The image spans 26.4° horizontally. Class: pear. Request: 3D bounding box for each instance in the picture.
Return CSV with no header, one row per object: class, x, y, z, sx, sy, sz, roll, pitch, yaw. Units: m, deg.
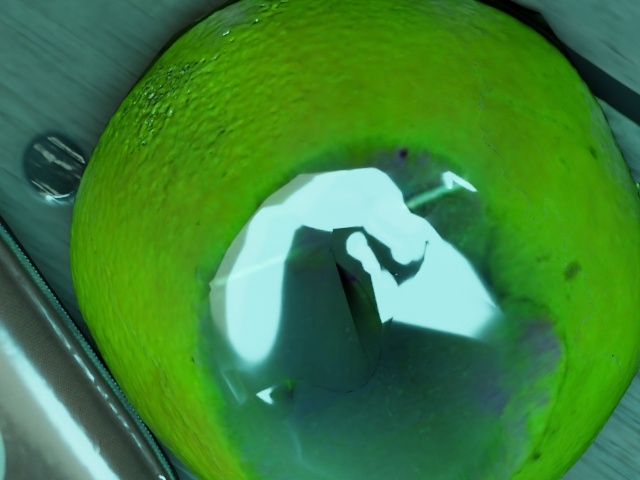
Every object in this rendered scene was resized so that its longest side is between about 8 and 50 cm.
pear,0.029,0.030,0.846,0.399,0.165,0.399,0,100,0

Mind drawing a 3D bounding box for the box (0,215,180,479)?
box,-0.272,0.133,0.983,0.263,0.108,0.404,-35,93,15
